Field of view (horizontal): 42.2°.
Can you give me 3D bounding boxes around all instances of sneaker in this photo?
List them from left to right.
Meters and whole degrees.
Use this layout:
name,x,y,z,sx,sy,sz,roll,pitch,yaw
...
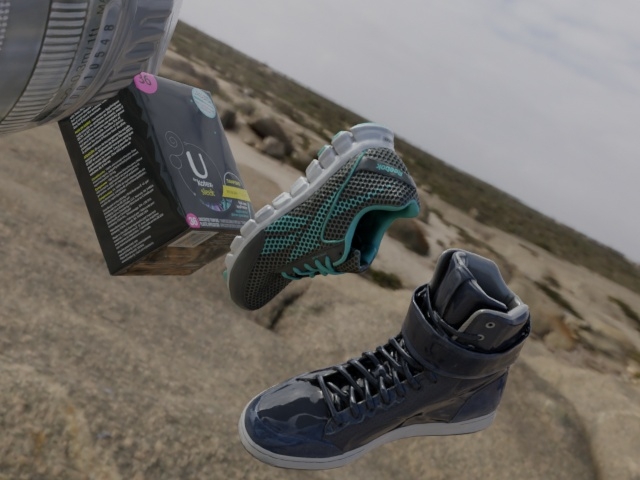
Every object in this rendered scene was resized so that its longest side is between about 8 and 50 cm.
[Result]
name,x,y,z,sx,sy,sz,roll,pitch,yaw
sneaker,0.000,0.000,0.560,0.065,0.166,0.076,12,38,-52
sneaker,0.053,0.086,0.620,0.226,0.163,0.086,-8,45,-22

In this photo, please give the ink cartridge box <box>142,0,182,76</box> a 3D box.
name,x,y,z,sx,sy,sz,roll,pitch,yaw
ink cartridge box,-0.258,-0.266,0.832,0.232,0.168,0.171,20,-34,-10

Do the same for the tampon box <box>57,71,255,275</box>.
name,x,y,z,sx,sy,sz,roll,pitch,yaw
tampon box,-0.148,-0.059,0.777,0.120,0.101,0.161,3,62,-61

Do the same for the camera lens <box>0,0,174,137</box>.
name,x,y,z,sx,sy,sz,roll,pitch,yaw
camera lens,-0.224,-0.142,0.351,0.219,0.219,0.274,30,28,27
